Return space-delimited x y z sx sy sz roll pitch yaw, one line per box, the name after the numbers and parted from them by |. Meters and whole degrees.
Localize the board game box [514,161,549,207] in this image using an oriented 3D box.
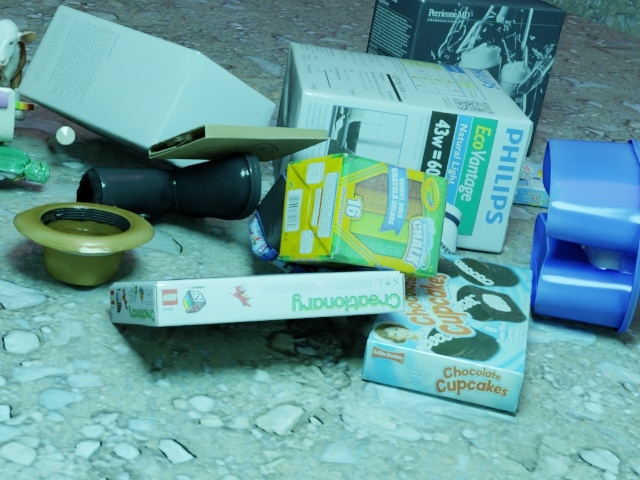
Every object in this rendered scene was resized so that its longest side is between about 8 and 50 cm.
0.375 -0.108 2.050 0.212 0.039 0.160 8 22 -5 | board game box

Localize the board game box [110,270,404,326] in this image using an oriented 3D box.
-0.078 0.068 1.323 0.305 0.053 0.193 -2 -2 -25 | board game box

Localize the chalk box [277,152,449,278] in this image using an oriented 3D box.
0.073 -0.023 1.409 0.213 0.132 0.132 10 -7 -32 | chalk box

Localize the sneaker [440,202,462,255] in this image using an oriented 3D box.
0.097 -0.032 1.630 0.235 0.094 0.090 19 -21 -10 | sneaker

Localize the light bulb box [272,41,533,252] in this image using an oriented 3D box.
0.117 -0.165 1.836 0.361 0.225 0.358 7 22 -7 | light bulb box

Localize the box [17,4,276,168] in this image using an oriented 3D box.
-0.284 -0.231 1.795 0.345 0.168 0.215 25 -2 36 | box

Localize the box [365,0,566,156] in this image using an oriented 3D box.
0.271 -0.339 2.205 0.343 0.312 0.179 -3 26 -27 | box

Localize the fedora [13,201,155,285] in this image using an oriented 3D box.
-0.308 0.008 1.440 0.194 0.079 0.194 7 16 -2 | fedora

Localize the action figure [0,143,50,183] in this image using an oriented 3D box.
-0.523 -0.115 1.667 0.232 0.063 0.137 6 20 2 | action figure

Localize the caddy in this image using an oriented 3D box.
0.401 -0.014 1.576 0.179 0.241 0.341 6 22 8 | caddy

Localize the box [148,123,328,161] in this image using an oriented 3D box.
-0.117 -0.136 1.565 0.201 0.021 0.164 -1 -6 -36 | box

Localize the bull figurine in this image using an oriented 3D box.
-0.592 -0.329 1.990 0.101 0.188 0.310 -5 26 -29 | bull figurine

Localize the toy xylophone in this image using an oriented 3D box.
-0.526 -0.198 1.764 0.236 0.081 0.323 1 5 -27 | toy xylophone

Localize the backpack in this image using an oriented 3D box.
0.000 0.000 1.536 0.173 0.117 0.158 33 15 -23 | backpack

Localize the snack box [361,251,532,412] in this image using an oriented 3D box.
0.173 0.103 1.428 0.187 0.060 0.322 11 23 8 | snack box

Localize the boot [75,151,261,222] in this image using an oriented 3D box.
-0.221 -0.068 1.568 0.207 0.094 0.246 -4 -2 -31 | boot
